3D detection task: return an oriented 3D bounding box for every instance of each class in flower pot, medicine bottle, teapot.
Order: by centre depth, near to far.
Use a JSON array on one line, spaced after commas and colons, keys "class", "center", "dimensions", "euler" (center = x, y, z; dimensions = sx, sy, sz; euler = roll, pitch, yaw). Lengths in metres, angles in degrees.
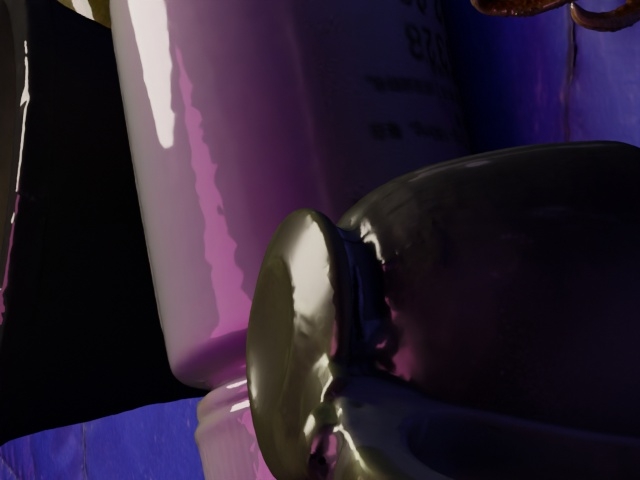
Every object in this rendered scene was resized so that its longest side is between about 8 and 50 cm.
[{"class": "teapot", "center": [0.086, 0.095, 1.008], "dimensions": [0.239, 0.239, 0.322], "euler": [113, 154, -48]}, {"class": "medicine bottle", "center": [0.000, 0.000, 1.260], "dimensions": [0.219, 0.219, 0.388], "euler": [139, 122, -62]}, {"class": "flower pot", "center": [-0.147, -0.015, 1.521], "dimensions": [0.379, 0.251, 0.379], "euler": [-174, 90, -74]}]

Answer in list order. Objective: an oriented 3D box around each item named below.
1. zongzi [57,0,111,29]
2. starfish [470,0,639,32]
[{"class": "zongzi", "center": [-0.197, -0.311, 1.716], "dimensions": [0.360, 0.160, 0.323], "euler": [-121, 31, -50]}, {"class": "starfish", "center": [0.134, -0.187, 1.088], "dimensions": [0.190, 0.074, 0.146], "euler": [-137, 48, -57]}]
